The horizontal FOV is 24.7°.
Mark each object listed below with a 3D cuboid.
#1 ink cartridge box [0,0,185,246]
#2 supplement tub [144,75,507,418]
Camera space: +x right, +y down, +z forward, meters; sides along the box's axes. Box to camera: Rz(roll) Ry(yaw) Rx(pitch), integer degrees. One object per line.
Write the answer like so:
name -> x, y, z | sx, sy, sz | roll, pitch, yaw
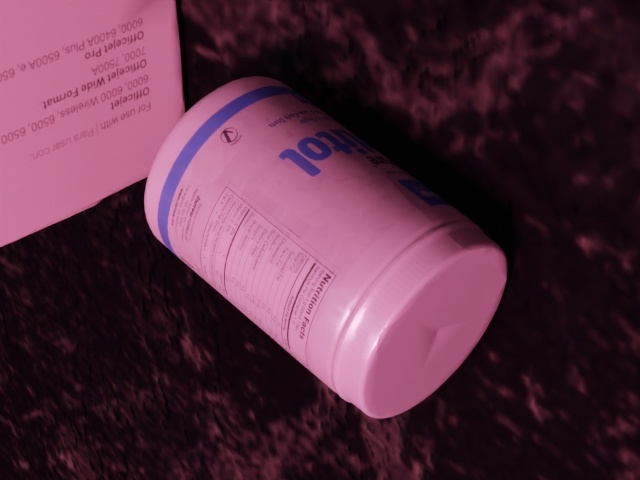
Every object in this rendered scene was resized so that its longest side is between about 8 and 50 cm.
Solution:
ink cartridge box -> -0.169, -0.124, 0.523 | 0.171, 0.168, 0.232 | 24, 129, 39
supplement tub -> 0.000, 0.000, 0.480 | 0.107, 0.071, 0.071 | 38, 136, 28
